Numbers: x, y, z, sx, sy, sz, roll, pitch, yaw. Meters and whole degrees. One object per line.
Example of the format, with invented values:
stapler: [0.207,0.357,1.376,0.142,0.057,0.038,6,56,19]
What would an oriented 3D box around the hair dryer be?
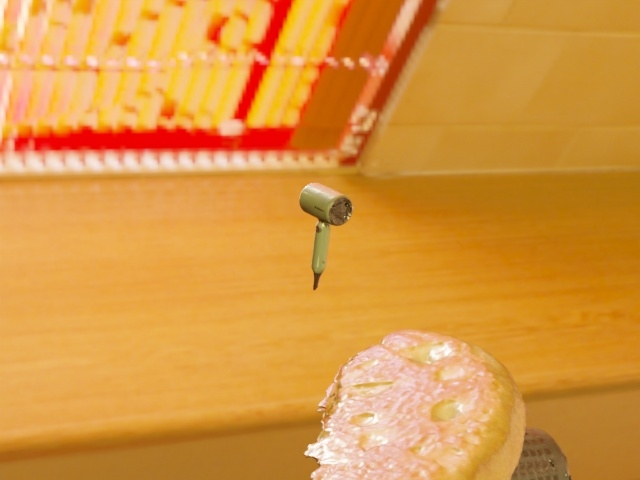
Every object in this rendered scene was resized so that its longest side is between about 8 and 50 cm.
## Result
hair dryer: [0.000,0.000,1.721,0.071,0.047,0.150,29,-65,50]

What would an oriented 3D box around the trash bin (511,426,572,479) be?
trash bin: [0.182,0.271,1.368,0.175,0.161,0.176,15,-73,60]

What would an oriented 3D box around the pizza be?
pizza: [0.056,0.113,0.691,0.246,0.127,0.058,-100,179,-74]
